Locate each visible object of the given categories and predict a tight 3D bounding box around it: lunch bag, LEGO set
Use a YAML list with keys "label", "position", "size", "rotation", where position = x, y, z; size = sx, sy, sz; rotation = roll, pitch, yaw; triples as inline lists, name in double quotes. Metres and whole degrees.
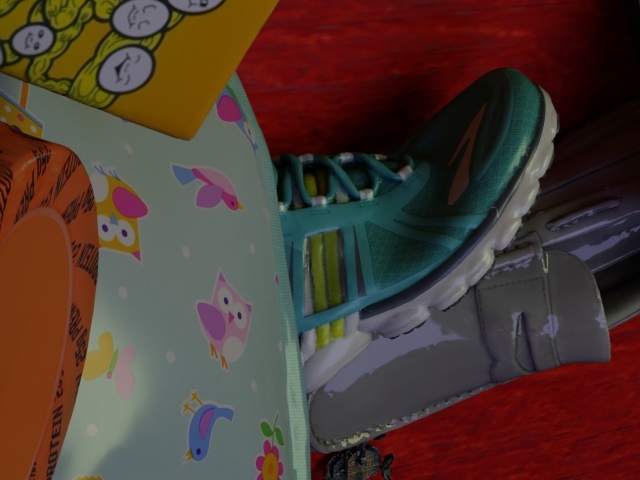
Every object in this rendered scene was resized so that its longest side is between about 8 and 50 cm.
- label: "lunch bag"
  position: [-0.123, 0.023, 0.794]
  size: [0.223, 0.160, 0.262]
  rotation: [4, 82, -50]
- label: "LEGO set"
  position: [0.014, 0.127, 1.117]
  size: [0.054, 0.023, 0.083]
  rotation: [-38, 124, -8]

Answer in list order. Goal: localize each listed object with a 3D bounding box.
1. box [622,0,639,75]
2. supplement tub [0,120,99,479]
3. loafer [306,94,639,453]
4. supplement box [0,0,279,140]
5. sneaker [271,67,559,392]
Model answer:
- label: "box"
  position: [0.258, -0.075, 1.028]
  size: [0.191, 0.184, 0.045]
  rotation: [-2, 162, -36]
- label: "supplement tub"
  position: [-0.253, 0.009, 0.569]
  size: [0.207, 0.338, 0.207]
  rotation: [15, 90, -81]
- label: "loafer"
  position: [0.117, 0.025, 1.039]
  size: [0.319, 0.111, 0.112]
  rotation: [-33, 136, -10]
- label: "supplement box"
  position: [-0.162, -0.202, 0.594]
  size: [0.356, 0.195, 0.194]
  rotation: [19, 110, -44]
- label: "sneaker"
  position: [0.000, 0.000, 0.939]
  size: [0.275, 0.107, 0.110]
  rotation: [-37, 115, -1]
